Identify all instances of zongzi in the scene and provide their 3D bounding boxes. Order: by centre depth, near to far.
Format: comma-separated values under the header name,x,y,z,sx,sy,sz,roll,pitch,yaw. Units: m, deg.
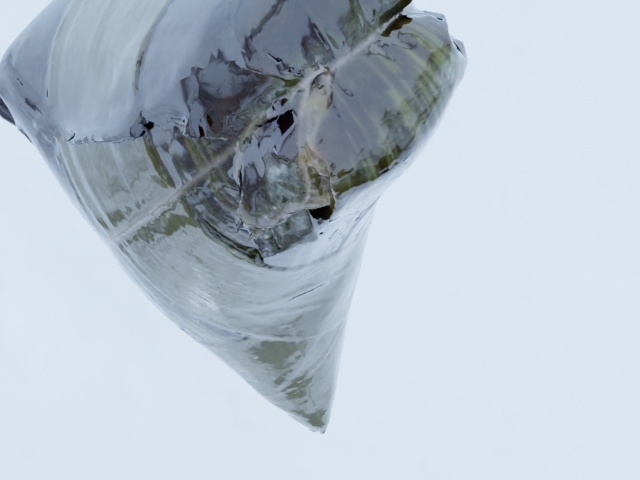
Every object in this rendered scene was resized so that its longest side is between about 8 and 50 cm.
name,x,y,z,sx,sy,sz,roll,pitch,yaw
zongzi,0.000,0.000,0.835,0.154,0.289,0.317,-40,114,-17
